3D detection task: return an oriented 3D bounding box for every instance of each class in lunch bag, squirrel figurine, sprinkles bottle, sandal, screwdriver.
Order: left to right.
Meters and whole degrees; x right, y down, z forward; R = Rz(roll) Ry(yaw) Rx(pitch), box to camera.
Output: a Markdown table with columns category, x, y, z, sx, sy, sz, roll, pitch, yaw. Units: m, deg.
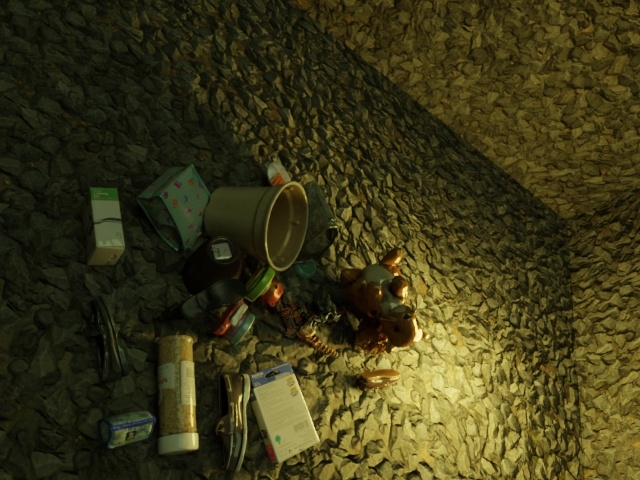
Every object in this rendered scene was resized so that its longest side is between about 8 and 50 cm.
| category | x | y | z | sx | sy | sz | roll | pitch | yaw |
| --- | --- | --- | --- | --- | --- | --- | --- | --- | --- |
| lunch bag | -0.564 | 0.544 | 1.494 | 0.129 | 0.151 | 0.096 | -2 | 66 | -38 |
| sprinkles bottle | -0.456 | 0.485 | 1.630 | 0.121 | 0.121 | 0.355 | 8 | 60 | -33 |
| lunch bag | -0.515 | -0.115 | 1.905 | 0.223 | 0.160 | 0.262 | -59 | 137 | -42 |
| sandal | -0.173 | -0.222 | 2.292 | 0.102 | 0.076 | 0.265 | -40 | 113 | -29 |
| screwdriver | -0.119 | 0.475 | 1.963 | 0.170 | 0.025 | 0.024 | 28 | 51 | -10 |
| lunch bag | -0.040 | -0.075 | 2.135 | 0.169 | 0.287 | 0.235 | -3 | 59 | -37 |
| squirrel figurine | 0.273 | 0.299 | 2.094 | 0.281 | 0.396 | 0.370 | -18 | 51 | -22 |

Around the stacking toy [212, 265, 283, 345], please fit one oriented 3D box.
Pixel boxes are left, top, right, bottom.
| category | x | y | z | sx | sy | sz | roll | pitch | yaw |
| --- | --- | --- | --- | --- | --- | --- | --- | --- | --- |
| stacking toy | -0.227 | 0.236 | 1.815 | 0.130 | 0.279 | 0.308 | 39 | 69 | -11 |

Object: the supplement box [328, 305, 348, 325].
| category | x | y | z | sx | sy | sz | roll | pitch | yaw |
| --- | --- | --- | --- | --- | --- | --- | --- | --- | --- |
| supplement box | 0.067 | 0.317 | 2.162 | 0.083 | 0.055 | 0.043 | -25 | 81 | -42 |

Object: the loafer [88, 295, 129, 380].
| category | x | y | z | sx | sy | sz | roll | pitch | yaw |
| --- | --- | --- | --- | --- | --- | --- | --- | --- | --- |
| loafer | -0.675 | 0.303 | 1.595 | 0.084 | 0.096 | 0.267 | -16 | 77 | -35 |

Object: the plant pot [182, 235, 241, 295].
| category | x | y | z | sx | sy | sz | roll | pitch | yaw |
| --- | --- | --- | --- | --- | --- | --- | --- | --- | --- |
| plant pot | -0.367 | 0.082 | 1.825 | 0.216 | 0.230 | 0.215 | 9 | 61 | -17 |

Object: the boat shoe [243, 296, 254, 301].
| category | x | y | z | sx | sy | sz | roll | pitch | yaw |
| --- | --- | --- | --- | --- | --- | --- | --- | --- | --- |
| boat shoe | -0.310 | 0.191 | 1.964 | 0.142 | 0.040 | 0.049 | 38 | 62 | -11 |

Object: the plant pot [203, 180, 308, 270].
| category | x | y | z | sx | sy | sz | roll | pitch | yaw |
| --- | --- | --- | --- | --- | --- | --- | --- | --- | --- |
| plant pot | -0.253 | -0.077 | 1.944 | 0.334 | 0.306 | 0.333 | 11 | 90 | -67 |

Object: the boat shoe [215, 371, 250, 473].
| category | x | y | z | sx | sy | sz | roll | pitch | yaw |
| --- | --- | --- | --- | --- | --- | --- | --- | --- | --- |
| boat shoe | -0.298 | 0.592 | 1.694 | 0.097 | 0.116 | 0.324 | 16 | 52 | -24 |

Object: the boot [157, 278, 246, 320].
| category | x | y | z | sx | sy | sz | roll | pitch | yaw |
| --- | --- | --- | --- | --- | --- | --- | --- | --- | --- |
| boot | -0.407 | 0.206 | 1.751 | 0.263 | 0.229 | 0.091 | -19 | 90 | -33 |

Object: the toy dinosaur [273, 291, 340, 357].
| category | x | y | z | sx | sy | sz | roll | pitch | yaw |
| --- | --- | --- | --- | --- | --- | --- | --- | --- | --- |
| toy dinosaur | -0.051 | 0.327 | 2.039 | 0.218 | 0.164 | 0.321 | -40 | 110 | -29 |

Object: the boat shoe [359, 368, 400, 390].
| category | x | y | z | sx | sy | sz | roll | pitch | yaw |
| --- | --- | --- | --- | --- | --- | --- | --- | --- | --- |
| boat shoe | 0.244 | 0.582 | 2.139 | 0.207 | 0.073 | 0.073 | 4 | 100 | -32 |

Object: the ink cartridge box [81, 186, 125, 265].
| category | x | y | z | sx | sy | sz | roll | pitch | yaw |
| --- | --- | --- | --- | --- | --- | --- | --- | --- | --- |
| ink cartridge box | -0.725 | -0.043 | 1.708 | 0.093 | 0.160 | 0.219 | 0 | 64 | -35 |

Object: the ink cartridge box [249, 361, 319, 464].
| category | x | y | z | sx | sy | sz | roll | pitch | yaw |
| --- | --- | --- | --- | --- | --- | --- | --- | --- | --- |
| ink cartridge box | -0.141 | 0.607 | 1.835 | 0.186 | 0.065 | 0.310 | -10 | 74 | -40 |

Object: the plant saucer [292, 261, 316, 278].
| category | x | y | z | sx | sy | sz | roll | pitch | yaw |
| --- | --- | --- | --- | --- | --- | --- | --- | --- | --- |
| plant saucer | -0.064 | 0.108 | 2.209 | 0.120 | 0.021 | 0.119 | 18 | 56 | -28 |
